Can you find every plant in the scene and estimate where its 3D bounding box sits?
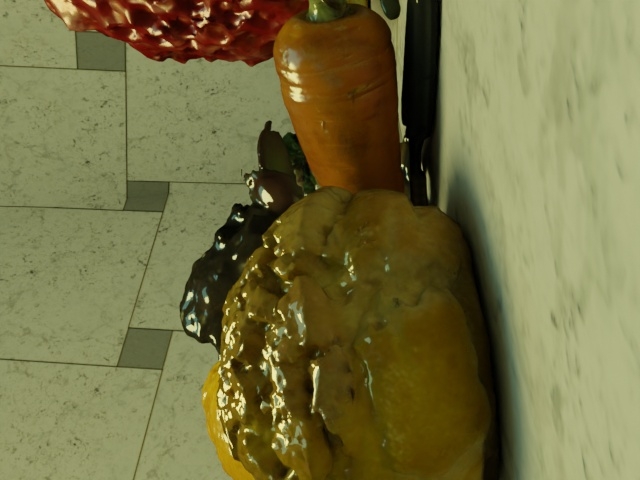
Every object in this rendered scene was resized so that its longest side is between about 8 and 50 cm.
[{"bbox_3d":[-0.026,0.037,1.006,0.234,0.204,0.178,-55,-25,-4],"label":"plant"}]

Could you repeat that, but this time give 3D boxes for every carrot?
[{"bbox_3d":[0.021,-0.028,0.547,0.061,0.061,0.257,-98,-4,-48],"label":"carrot"}]

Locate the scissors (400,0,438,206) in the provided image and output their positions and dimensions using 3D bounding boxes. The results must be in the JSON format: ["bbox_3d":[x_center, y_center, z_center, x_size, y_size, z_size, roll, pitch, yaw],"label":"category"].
[{"bbox_3d":[0.052,-0.062,0.525,0.220,0.017,0.088,84,179,-60],"label":"scissors"}]

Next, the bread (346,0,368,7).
[{"bbox_3d":[0.021,-0.214,0.857,0.090,0.035,0.094,82,-179,-53],"label":"bread"}]

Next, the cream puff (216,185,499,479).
[{"bbox_3d":[0.013,0.066,0.476,0.189,0.129,0.189,-4,-90,-90],"label":"cream puff"}]

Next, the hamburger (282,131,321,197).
[{"bbox_3d":[0.000,0.000,1.274,0.309,0.132,0.211,82,180,-57],"label":"hamburger"}]

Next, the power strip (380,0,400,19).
[{"bbox_3d":[0.019,-0.236,0.490,0.092,0.034,0.268,84,178,-79],"label":"power strip"}]

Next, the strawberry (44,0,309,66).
[{"bbox_3d":[-0.075,-0.265,0.704,0.291,0.309,0.292,-26,-60,-59],"label":"strawberry"}]

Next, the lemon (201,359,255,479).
[{"bbox_3d":[0.000,0.116,0.638,0.142,0.187,0.142,-20,-64,-47],"label":"lemon"}]
